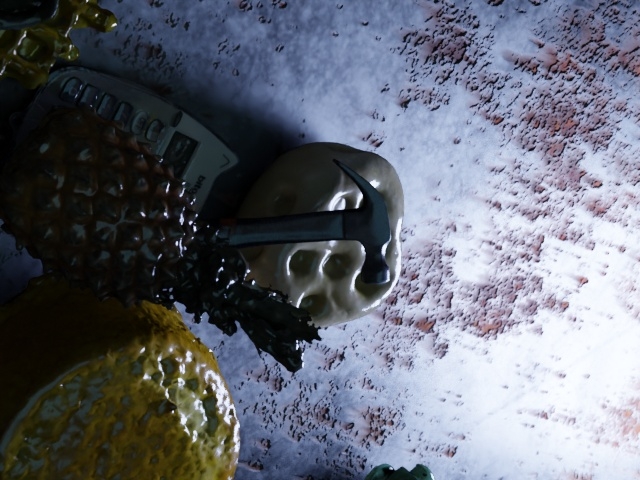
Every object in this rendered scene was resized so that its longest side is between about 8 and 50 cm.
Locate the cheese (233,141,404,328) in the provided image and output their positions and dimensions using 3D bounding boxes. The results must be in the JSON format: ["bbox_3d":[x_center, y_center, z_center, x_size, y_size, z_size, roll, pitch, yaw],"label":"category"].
[{"bbox_3d":[0.000,0.000,1.816,0.235,0.117,0.218,-43,130,-16],"label":"cheese"}]

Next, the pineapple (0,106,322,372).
[{"bbox_3d":[-0.157,0.016,1.575,0.361,0.175,0.175,38,85,-14],"label":"pineapple"}]

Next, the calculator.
[{"bbox_3d":[-0.219,-0.081,1.666,0.268,0.040,0.177,27,92,-40],"label":"calculator"}]

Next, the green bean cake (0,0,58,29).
[{"bbox_3d":[-0.329,-0.295,1.303,0.255,0.132,0.241,-6,146,-26],"label":"green bean cake"}]

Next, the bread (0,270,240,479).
[{"bbox_3d":[-0.250,0.219,1.672,0.337,0.204,0.358,-35,129,-14],"label":"bread"}]

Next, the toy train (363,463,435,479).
[{"bbox_3d":[0.060,0.402,2.062,0.248,0.101,0.159,-40,142,-15],"label":"toy train"}]

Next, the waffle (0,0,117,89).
[{"bbox_3d":[-0.321,-0.253,1.495,0.293,0.069,0.260,-17,118,-29],"label":"waffle"}]

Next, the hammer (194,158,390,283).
[{"bbox_3d":[-0.068,-0.015,1.690,0.289,0.037,0.137,-3,98,-9],"label":"hammer"}]
